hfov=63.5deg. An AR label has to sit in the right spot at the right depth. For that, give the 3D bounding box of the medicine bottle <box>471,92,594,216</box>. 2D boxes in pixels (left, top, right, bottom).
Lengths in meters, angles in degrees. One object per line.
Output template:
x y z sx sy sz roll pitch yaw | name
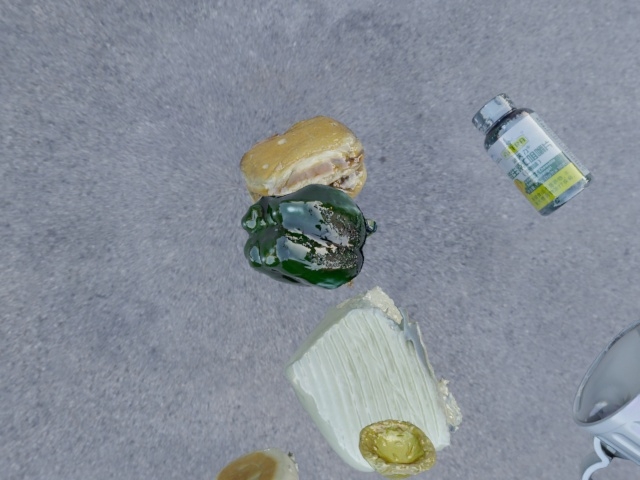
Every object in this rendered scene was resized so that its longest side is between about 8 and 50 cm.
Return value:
0.486 -0.207 1.215 0.141 0.141 0.293 -35 77 -4 | medicine bottle

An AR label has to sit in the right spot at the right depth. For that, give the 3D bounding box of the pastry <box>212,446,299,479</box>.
-0.108 0.413 0.849 0.165 0.166 0.088 -16 110 -7 | pastry

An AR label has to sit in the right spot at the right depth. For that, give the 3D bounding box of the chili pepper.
0.000 0.000 0.852 0.261 0.173 0.165 14 61 -45 | chili pepper

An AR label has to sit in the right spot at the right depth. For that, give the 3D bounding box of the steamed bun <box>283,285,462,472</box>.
0.105 0.242 0.955 0.273 0.272 0.290 -31 80 17 | steamed bun

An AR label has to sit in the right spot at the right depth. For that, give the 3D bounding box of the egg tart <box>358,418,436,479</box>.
0.098 0.277 0.676 0.105 0.105 0.039 2 114 -9 | egg tart

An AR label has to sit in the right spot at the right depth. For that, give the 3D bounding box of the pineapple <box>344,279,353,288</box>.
0.050 0.093 1.344 0.077 0.114 0.114 -18 107 1 | pineapple

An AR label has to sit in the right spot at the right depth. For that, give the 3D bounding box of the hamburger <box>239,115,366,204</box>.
-0.043 -0.183 1.306 0.304 0.284 0.174 -20 131 -11 | hamburger

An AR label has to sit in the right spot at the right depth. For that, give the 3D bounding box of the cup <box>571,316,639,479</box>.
0.412 0.218 0.593 0.202 0.221 0.167 37 46 12 | cup
